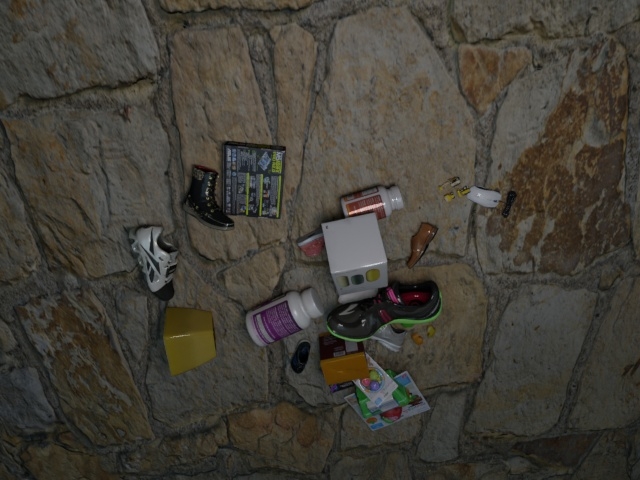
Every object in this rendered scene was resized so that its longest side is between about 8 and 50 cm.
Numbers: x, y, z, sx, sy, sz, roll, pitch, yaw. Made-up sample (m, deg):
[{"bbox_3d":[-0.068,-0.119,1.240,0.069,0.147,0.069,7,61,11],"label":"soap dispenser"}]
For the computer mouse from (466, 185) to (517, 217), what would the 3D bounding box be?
[{"bbox_3d":[0.657,-0.155,1.605,0.193,0.042,0.105,13,117,-9],"label":"computer mouse"}]

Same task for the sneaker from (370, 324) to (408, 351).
[{"bbox_3d":[0.251,0.374,1.829,0.282,0.105,0.115,28,103,-13],"label":"sneaker"}]

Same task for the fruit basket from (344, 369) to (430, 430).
[{"bbox_3d":[0.329,0.792,2.008,0.327,0.165,0.352,-25,118,10],"label":"fruit basket"}]

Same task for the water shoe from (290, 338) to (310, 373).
[{"bbox_3d":[-0.095,0.547,1.911,0.073,0.080,0.202,9,116,-6],"label":"water shoe"}]

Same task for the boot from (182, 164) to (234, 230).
[{"bbox_3d":[-0.393,-0.152,1.502,0.237,0.085,0.178,29,113,22],"label":"boot"}]

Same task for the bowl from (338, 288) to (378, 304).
[{"bbox_3d":[0.158,0.219,1.770,0.142,0.053,0.141,24,114,-13],"label":"bowl"}]

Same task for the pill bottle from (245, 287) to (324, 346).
[{"bbox_3d":[-0.144,0.312,1.741,0.302,0.169,0.169,-25,115,11],"label":"pill bottle"}]

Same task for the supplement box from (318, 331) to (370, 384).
[{"bbox_3d":[0.100,0.500,1.831,0.192,0.194,0.128,-13,116,4],"label":"supplement box"}]

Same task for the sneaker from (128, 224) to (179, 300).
[{"bbox_3d":[-0.618,0.094,1.638,0.147,0.122,0.330,-10,117,5],"label":"sneaker"}]

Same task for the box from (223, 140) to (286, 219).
[{"bbox_3d":[-0.243,-0.216,1.531,0.217,0.060,0.269,4,117,-5],"label":"box"}]

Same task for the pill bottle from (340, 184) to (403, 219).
[{"bbox_3d":[0.192,-0.131,1.555,0.217,0.121,0.121,-16,116,6],"label":"pill bottle"}]

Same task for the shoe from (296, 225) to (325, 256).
[{"bbox_3d":[0.000,0.000,1.651,0.178,0.063,0.081,-25,116,16],"label":"shoe"}]

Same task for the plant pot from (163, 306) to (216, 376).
[{"bbox_3d":[-0.544,0.410,1.767,0.188,0.212,0.212,-8,118,-13],"label":"plant pot"}]

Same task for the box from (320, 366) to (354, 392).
[{"bbox_3d":[0.083,0.653,2.000,0.116,0.029,0.162,-20,114,7],"label":"box"}]

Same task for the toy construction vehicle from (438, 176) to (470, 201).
[{"bbox_3d":[0.508,-0.197,1.587,0.098,0.035,0.086,-29,125,15],"label":"toy construction vehicle"}]

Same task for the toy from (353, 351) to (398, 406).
[{"bbox_3d":[0.215,0.617,1.886,0.137,0.056,0.237,-47,68,2],"label":"toy"}]

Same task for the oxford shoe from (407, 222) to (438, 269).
[{"bbox_3d":[0.393,0.021,1.682,0.076,0.076,0.212,31,118,16],"label":"oxford shoe"}]

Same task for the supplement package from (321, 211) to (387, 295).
[{"bbox_3d":[0.131,0.058,1.543,0.200,0.197,0.262,-12,154,4],"label":"supplement package"}]

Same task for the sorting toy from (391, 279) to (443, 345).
[{"bbox_3d":[0.424,0.337,1.846,0.229,0.041,0.307,-33,113,14],"label":"sorting toy"}]

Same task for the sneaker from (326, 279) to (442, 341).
[{"bbox_3d":[0.249,0.253,1.655,0.484,0.185,0.202,-15,133,-9],"label":"sneaker"}]
